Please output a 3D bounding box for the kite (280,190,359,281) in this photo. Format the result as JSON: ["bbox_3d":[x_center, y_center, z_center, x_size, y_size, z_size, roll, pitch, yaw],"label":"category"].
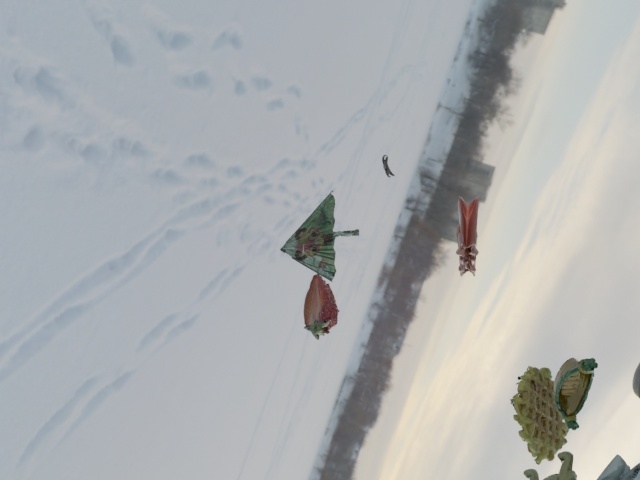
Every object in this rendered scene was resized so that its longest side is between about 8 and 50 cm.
[{"bbox_3d":[0.000,0.000,1.963,0.013,0.267,0.323,-131,-148,-54],"label":"kite"}]

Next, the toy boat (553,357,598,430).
[{"bbox_3d":[0.622,0.360,1.551,0.088,0.088,0.230,-106,-168,-58],"label":"toy boat"}]

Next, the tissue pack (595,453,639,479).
[{"bbox_3d":[0.602,0.563,1.289,0.229,0.145,0.159,-45,154,-22],"label":"tissue pack"}]

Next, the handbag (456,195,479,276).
[{"bbox_3d":[0.391,-0.007,1.692,0.212,0.059,0.158,67,27,-61],"label":"handbag"}]

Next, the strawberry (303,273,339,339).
[{"bbox_3d":[0.001,0.254,2.472,0.174,0.097,0.228,-46,-138,42],"label":"strawberry"}]

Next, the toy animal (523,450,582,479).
[{"bbox_3d":[0.603,0.666,1.692,0.218,0.103,0.101,-34,-154,18],"label":"toy animal"}]

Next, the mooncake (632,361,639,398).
[{"bbox_3d":[1.210,0.494,2.217,0.117,0.234,0.235,-76,-176,-77],"label":"mooncake"}]

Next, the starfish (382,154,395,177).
[{"bbox_3d":[0.249,-0.269,2.352,0.078,0.028,0.091,35,43,-53],"label":"starfish"}]

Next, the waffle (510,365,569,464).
[{"bbox_3d":[0.733,0.568,2.116,0.325,0.068,0.302,-26,96,-49],"label":"waffle"}]
